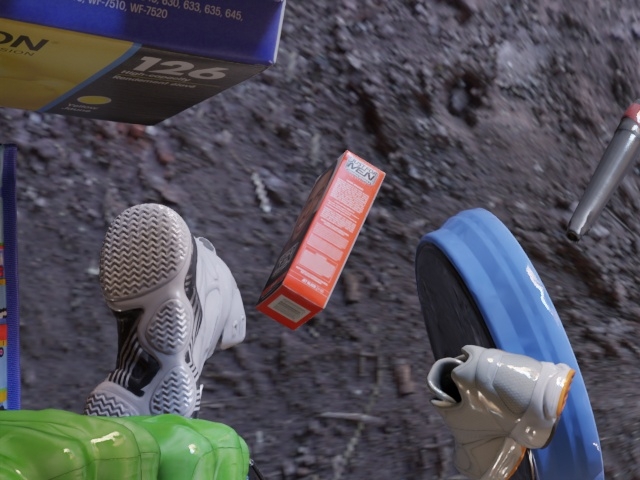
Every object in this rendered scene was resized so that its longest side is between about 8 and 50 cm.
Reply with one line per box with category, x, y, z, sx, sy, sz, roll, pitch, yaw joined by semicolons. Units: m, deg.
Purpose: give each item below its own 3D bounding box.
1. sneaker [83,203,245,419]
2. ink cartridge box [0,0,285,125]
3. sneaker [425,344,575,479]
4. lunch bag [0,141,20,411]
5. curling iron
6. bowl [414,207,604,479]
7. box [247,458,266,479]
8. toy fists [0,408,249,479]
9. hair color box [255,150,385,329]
sneaker;-0.173;0.151;1.701;0.137;0.210;0.366;-2;81;18
ink cartridge box;-0.197;-0.158;1.048;0.307;0.303;0.072;-13;73;60
sneaker;0.153;0.158;1.383;0.121;0.262;0.099;25;64;2
lunch bag;-0.353;0.074;1.120;0.138;0.221;0.293;-25;69;57
curling iron;0.295;-0.094;1.329;0.035;0.068;0.274;13;50;31
bowl;0.211;0.156;1.683;0.077;0.391;0.391;-19;78;-8
box;-0.120;0.332;1.505;0.180;0.077;0.147;-38;114;-23
toy fists;-0.129;0.135;0.735;0.142;0.279;0.096;-8;78;18
hair color box;0.000;0.000;1.219;0.043;0.072;0.141;31;62;-10
